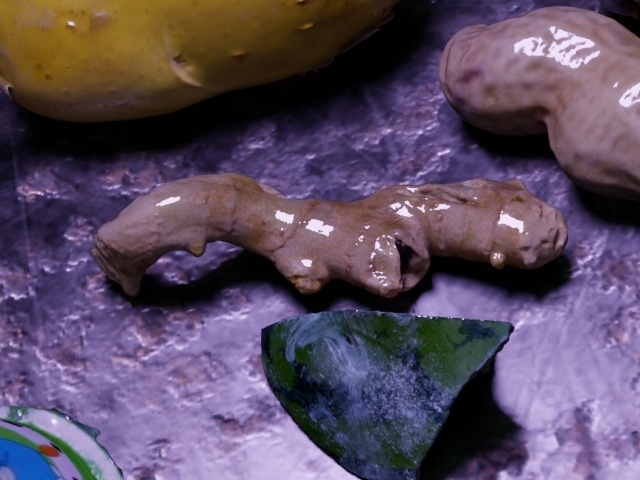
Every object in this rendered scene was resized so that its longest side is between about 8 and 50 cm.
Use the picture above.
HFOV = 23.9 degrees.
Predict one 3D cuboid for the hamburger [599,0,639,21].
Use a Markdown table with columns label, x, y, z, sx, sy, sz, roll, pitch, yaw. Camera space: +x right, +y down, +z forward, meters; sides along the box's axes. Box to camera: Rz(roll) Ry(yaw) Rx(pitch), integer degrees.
| label | x | y | z | sx | sy | sz | roll | pitch | yaw |
| --- | --- | --- | --- | --- | --- | --- | --- | --- | --- |
| hamburger | 0.236 | -0.202 | 0.948 | 0.175 | 0.175 | 0.137 | -37 | 40 | -17 |

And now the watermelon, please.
| label | x | y | z | sx | sy | sz | roll | pitch | yaw |
| --- | --- | --- | --- | --- | --- | --- | --- | --- | --- |
| watermelon | 0.028 | 0.079 | 0.839 | 0.155 | 0.080 | 0.101 | 12 | 91 | 18 |

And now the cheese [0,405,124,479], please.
| label | x | y | z | sx | sy | sz | roll | pitch | yaw |
| --- | --- | --- | --- | --- | --- | --- | --- | --- | --- |
| cheese | -0.152 | 0.178 | 0.772 | 0.320 | 0.083 | 0.204 | 10 | 55 | 21 |

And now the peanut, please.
| label | x | y | z | sx | sy | sz | roll | pitch | yaw |
| --- | --- | --- | --- | --- | --- | --- | --- | --- | --- |
| peanut | 0.170 | -0.082 | 0.907 | 0.228 | 0.085 | 0.104 | 33 | 76 | 34 |

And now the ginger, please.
| label | x | y | z | sx | sy | sz | roll | pitch | yaw |
| --- | --- | --- | --- | --- | --- | --- | --- | --- | --- |
| ginger | 0.000 | 0.000 | 0.896 | 0.288 | 0.075 | 0.089 | -3 | 56 | 5 |

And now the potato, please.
| label | x | y | z | sx | sy | sz | roll | pitch | yaw |
| --- | --- | --- | --- | --- | --- | --- | --- | --- | --- |
| potato | -0.077 | -0.177 | 1.004 | 0.300 | 0.140 | 0.173 | -18 | 57 | 5 |
